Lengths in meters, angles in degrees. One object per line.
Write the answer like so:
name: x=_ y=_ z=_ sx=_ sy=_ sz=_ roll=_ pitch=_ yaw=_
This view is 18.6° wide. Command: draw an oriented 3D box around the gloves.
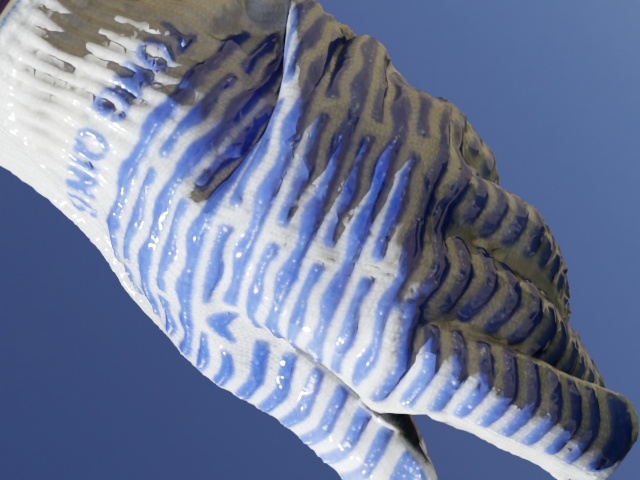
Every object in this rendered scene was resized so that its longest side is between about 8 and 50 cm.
gloves: x=-0.003 y=-0.001 z=0.579 sx=0.229 sy=0.119 sz=0.097 roll=33 pitch=-175 yaw=-5
